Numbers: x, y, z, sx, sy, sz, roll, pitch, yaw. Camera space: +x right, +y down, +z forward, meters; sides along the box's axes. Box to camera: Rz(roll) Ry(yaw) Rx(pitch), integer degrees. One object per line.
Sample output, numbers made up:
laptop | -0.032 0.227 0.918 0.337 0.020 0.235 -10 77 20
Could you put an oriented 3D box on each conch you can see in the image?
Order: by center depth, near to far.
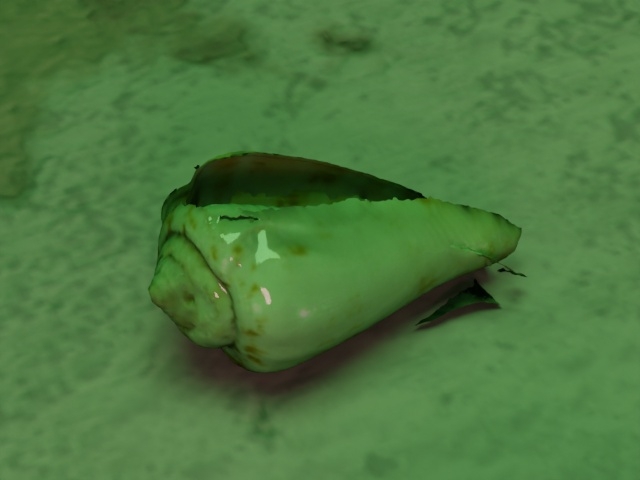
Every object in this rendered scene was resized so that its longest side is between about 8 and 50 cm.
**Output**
conch | 0.000 0.000 0.811 0.170 0.079 0.105 -9 49 -32
